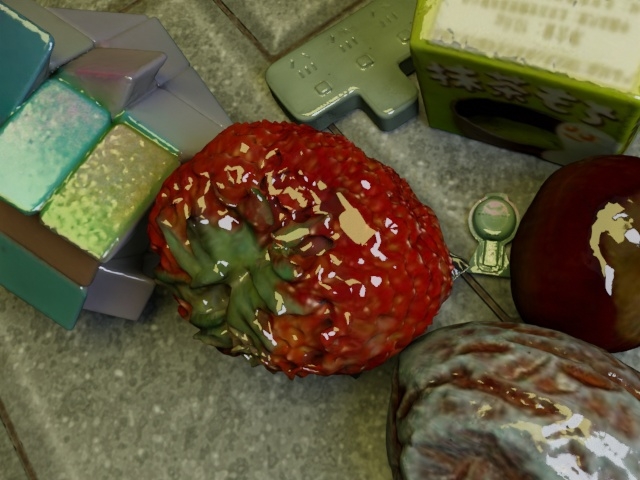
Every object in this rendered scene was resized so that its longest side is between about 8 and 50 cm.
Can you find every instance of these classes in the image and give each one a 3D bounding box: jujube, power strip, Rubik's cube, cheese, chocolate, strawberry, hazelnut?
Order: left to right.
[{"bbox_3d":[-0.301,-0.098,0.882,0.368,0.358,0.387,-11,55,-42],"label":"Rubik's cube"},{"bbox_3d":[0.000,0.000,0.784,0.312,0.267,0.351,33,33,11],"label":"strawberry"},{"bbox_3d":[0.069,-0.249,1.025,0.264,0.059,0.194,-34,64,-6],"label":"power strip"},{"bbox_3d":[0.227,-0.011,0.906,0.067,0.026,0.121,6,68,14],"label":"cheese"},{"bbox_3d":[0.209,0.207,0.704,0.308,0.247,0.215,29,33,15],"label":"jujube"},{"bbox_3d":[0.265,-0.209,0.852,0.300,0.289,0.137,19,82,18],"label":"chocolate"},{"bbox_3d":[0.316,0.021,0.786,0.229,0.229,0.230,-4,65,9],"label":"hazelnut"}]

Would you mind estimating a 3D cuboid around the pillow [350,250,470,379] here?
[{"bbox_3d":[0.073,0.065,0.888,0.208,0.055,0.141,-44,57,-11],"label":"pillow"}]
